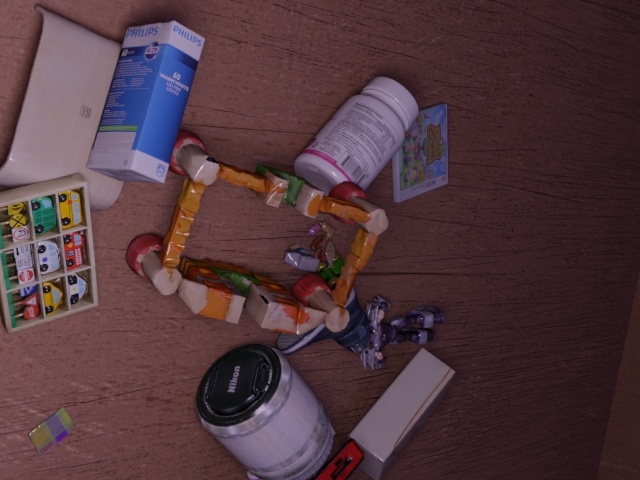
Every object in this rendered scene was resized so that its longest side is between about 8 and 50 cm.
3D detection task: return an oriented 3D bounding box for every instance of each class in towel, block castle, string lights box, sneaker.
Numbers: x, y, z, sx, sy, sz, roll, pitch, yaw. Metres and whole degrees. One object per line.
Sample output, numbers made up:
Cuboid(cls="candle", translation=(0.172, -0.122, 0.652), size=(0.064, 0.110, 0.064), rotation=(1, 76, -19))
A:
Cuboid(cls="towel", translation=(-0.503, 0.356, 1.736), size=(0.083, 0.009, 0.060), rotation=(-40, 127, -30))
Cuboid(cls="block castle", translation=(-0.124, -0.009, 1.818), size=(0.453, 0.213, 0.303), rotation=(15, 101, -29))
Cuboid(cls="string lights box", translation=(-0.295, -0.232, 1.563), size=(0.076, 0.133, 0.260), rotation=(23, 78, -45))
Cuboid(cls="sneaker", translation=(0.017, 0.225, 2.142), size=(0.226, 0.086, 0.163), rotation=(-37, 125, -14))

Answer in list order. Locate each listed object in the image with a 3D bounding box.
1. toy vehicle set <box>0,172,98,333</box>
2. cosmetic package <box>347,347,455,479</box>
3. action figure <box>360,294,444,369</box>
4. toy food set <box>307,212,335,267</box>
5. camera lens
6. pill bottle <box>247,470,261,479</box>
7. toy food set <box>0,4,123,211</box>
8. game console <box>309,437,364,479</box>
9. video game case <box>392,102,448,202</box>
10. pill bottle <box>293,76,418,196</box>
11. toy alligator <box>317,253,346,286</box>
Cuboid(cls="toy vehicle set", translation=(-0.470, 0.024, 1.575), size=(0.166, 0.035, 0.267), rotation=(-19, 132, -29))
Cuboid(cls="cosmetic package", translation=(0.202, 0.439, 2.355), size=(0.309, 0.113, 0.160), rotation=(-47, 161, -25))
Cuboid(cls="action figure", translation=(0.176, 0.228, 2.321), size=(0.285, 0.099, 0.185), rotation=(-3, 112, -40))
Cuboid(cls="toy food set", translation=(0.000, 0.000, 2.110), size=(0.078, 0.019, 0.122), rotation=(8, 82, -41))
Cuboid(cls="camera lens", translation=(-0.117, 0.370, 1.975), size=(0.219, 0.219, 0.274), rotation=(-52, 133, -21))
Cuboid(cls="pill bottle", translation=(-0.140, 0.561, 2.139), size=(0.043, 0.043, 0.083), rotation=(-33, 123, -34))
Cuboid(cls="toy food set", translation=(-0.428, -0.220, 1.590), size=(0.219, 0.092, 0.306), rotation=(19, 80, -46))
Cuboid(cls="game console", translation=(-0.074, 0.606, 2.017), size=(0.342, 0.060, 0.386), rotation=(-48, 171, 30))
Cuboid(cls="video game case", translation=(0.248, -0.219, 2.301), size=(0.193, 0.023, 0.212), rotation=(-22, 117, -39))
Cuboid(cls="pill bottle", translation=(0.084, -0.217, 2.038), size=(0.283, 0.160, 0.160), rotation=(-50, 132, -22))
Cuboid(cls="toy alligator", translation=(0.007, 0.086, 2.140), size=(0.189, 0.056, 0.051), rotation=(-31, 166, -28))
